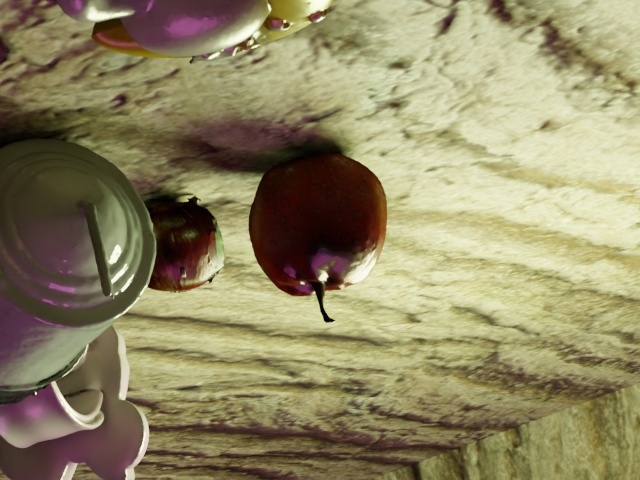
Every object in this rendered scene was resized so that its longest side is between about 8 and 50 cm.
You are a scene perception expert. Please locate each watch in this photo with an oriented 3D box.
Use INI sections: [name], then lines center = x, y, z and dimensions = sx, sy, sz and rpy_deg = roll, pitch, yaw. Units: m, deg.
[watch]
center = -0.351, 0.184, 2.340
dimensions = 0.211, 0.248, 0.217
rpy_deg = -16, 159, 17

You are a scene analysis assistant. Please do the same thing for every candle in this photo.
[candle]
center = -0.298, 0.023, 1.925
dimensions = 0.221, 0.221, 0.342
rpy_deg = 1, 155, -33

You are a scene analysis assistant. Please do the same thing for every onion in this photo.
[onion]
center = -0.171, 0.006, 2.122
dimensions = 0.119, 0.118, 0.117
rpy_deg = -5, 176, -19

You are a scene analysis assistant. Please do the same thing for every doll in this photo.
[doll]
center = -0.092, -0.206, 1.521
dimensions = 0.252, 0.111, 0.237
rpy_deg = -10, 178, -8

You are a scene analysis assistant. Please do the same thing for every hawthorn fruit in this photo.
[hawthorn fruit]
center = 0.000, 0.000, 2.069
dimensions = 0.157, 0.194, 0.157
rpy_deg = -4, 153, -2
